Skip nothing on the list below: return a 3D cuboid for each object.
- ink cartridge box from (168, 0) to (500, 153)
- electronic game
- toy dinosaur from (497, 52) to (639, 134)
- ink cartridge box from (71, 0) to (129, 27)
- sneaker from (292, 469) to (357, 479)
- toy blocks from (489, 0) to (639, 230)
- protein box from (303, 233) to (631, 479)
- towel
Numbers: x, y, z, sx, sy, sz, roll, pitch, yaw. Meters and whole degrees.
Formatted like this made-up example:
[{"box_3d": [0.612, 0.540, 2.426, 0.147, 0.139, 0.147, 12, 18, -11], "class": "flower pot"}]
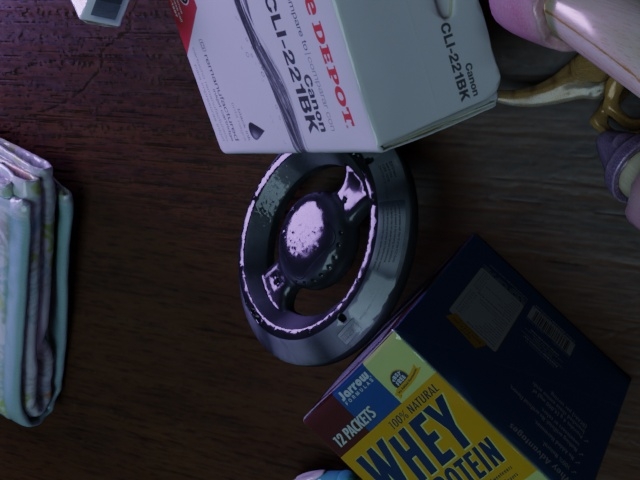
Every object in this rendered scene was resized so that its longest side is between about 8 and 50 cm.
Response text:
[{"box_3d": [-0.009, -0.175, 0.721, 0.273, 0.114, 0.197, 8, 121, 60], "class": "ink cartridge box"}, {"box_3d": [0.000, 0.000, 0.846, 0.229, 0.048, 0.229, -18, 65, 45], "class": "electronic game"}, {"box_3d": [0.217, -0.129, 0.736, 0.211, 0.064, 0.112, -29, 80, 26], "class": "toy dinosaur"}, {"box_3d": [-0.190, -0.332, 0.807, 0.208, 0.045, 0.206, -57, 49, 37], "class": "ink cartridge box"}, {"box_3d": [0.053, 0.377, 1.028, 0.110, 0.107, 0.275, -27, 98, 25], "class": "sneaker"}, {"box_3d": [0.263, -0.172, 0.557, 0.309, 0.260, 0.288, -41, 133, 8], "class": "toy blocks"}, {"box_3d": [0.133, 0.138, 0.806, 0.200, 0.201, 0.136, 44, 126, 5], "class": "protein box"}, {"box_3d": [-0.453, 0.021, 1.150, 0.320, 0.090, 0.374, 26, 122, 20], "class": "towel"}]
